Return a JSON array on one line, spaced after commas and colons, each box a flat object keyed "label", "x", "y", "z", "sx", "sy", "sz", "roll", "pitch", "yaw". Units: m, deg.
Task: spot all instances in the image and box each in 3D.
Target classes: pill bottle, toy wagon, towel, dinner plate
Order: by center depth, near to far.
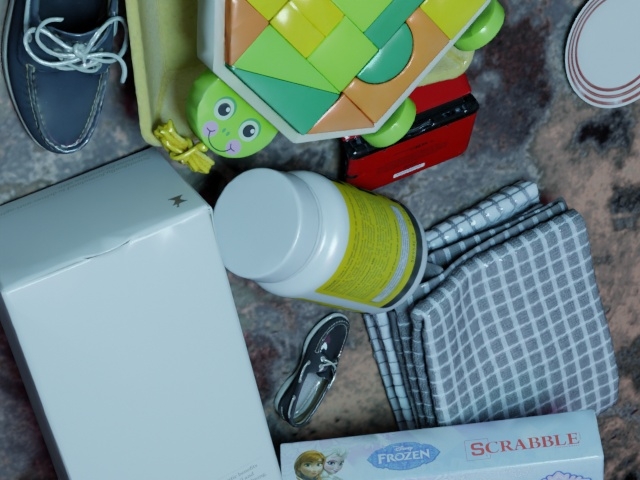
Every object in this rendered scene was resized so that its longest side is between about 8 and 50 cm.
[{"label": "toy wagon", "x": 0.001, "y": -0.186, "z": 1.334, "sx": 0.344, "sy": 0.068, "sz": 0.267, "roll": -48, "pitch": 126, "yaw": 1}, {"label": "pill bottle", "x": 0.000, "y": 0.000, "z": 1.454, "sx": 0.208, "sy": 0.119, "sz": 0.119, "roll": 15, "pitch": 107, "yaw": -55}, {"label": "dinner plate", "x": 0.309, "y": -0.205, "z": 1.619, "sx": 0.141, "sy": 0.017, "sz": 0.141, "roll": -12, "pitch": 118, "yaw": -23}, {"label": "towel", "x": 0.184, "y": 0.106, "z": 1.643, "sx": 0.235, "sy": 0.121, "sz": 0.284, "roll": -27, "pitch": 123, "yaw": -15}]

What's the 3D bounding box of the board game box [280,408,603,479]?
[{"label": "board game box", "x": 0.135, "y": 0.317, "z": 1.640, "sx": 0.318, "sy": 0.066, "sz": 0.318, "roll": -7, "pitch": 133, "yaw": 3}]

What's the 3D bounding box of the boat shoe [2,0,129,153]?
[{"label": "boat shoe", "x": -0.208, "y": -0.185, "z": 1.313, "sx": 0.095, "sy": 0.079, "sz": 0.254, "roll": -2, "pitch": 115, "yaw": -28}]

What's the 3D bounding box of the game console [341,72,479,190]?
[{"label": "game console", "x": 0.072, "y": -0.125, "z": 1.534, "sx": 0.144, "sy": 0.085, "sz": 0.124, "roll": -22, "pitch": 153, "yaw": -17}]

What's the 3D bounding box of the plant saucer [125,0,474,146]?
[{"label": "plant saucer", "x": -0.028, "y": -0.277, "z": 1.364, "sx": 0.332, "sy": 0.081, "sz": 0.333, "roll": -15, "pitch": 120, "yaw": -20}]

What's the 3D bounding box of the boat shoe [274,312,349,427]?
[{"label": "boat shoe", "x": -0.003, "y": 0.134, "z": 1.606, "sx": 0.046, "sy": 0.038, "sz": 0.125, "roll": 28, "pitch": 99, "yaw": -35}]

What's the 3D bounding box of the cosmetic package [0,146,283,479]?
[{"label": "cosmetic package", "x": -0.169, "y": 0.126, "z": 1.441, "sx": 0.197, "sy": 0.155, "sz": 0.366, "roll": -21, "pitch": 121, "yaw": -16}]
